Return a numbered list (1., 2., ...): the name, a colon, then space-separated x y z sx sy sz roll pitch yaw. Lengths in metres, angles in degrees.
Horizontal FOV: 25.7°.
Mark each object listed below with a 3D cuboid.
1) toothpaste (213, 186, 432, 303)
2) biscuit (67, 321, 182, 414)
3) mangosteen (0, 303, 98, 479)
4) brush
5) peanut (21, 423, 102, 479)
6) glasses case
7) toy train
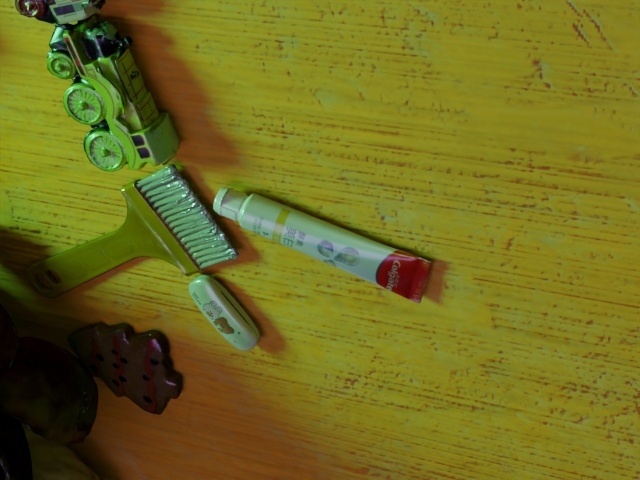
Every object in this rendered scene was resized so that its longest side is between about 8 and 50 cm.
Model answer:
1. toothpaste: 0.000 0.000 1.164 0.190 0.031 0.048 22 130 12
2. biscuit: -0.196 0.123 1.391 0.130 0.019 0.119 22 133 16
3. mangosteen: -0.438 0.198 1.337 0.381 0.421 0.381 27 145 21
4. brush: -0.191 0.009 1.301 0.272 0.013 0.103 -21 111 42
5. peanut: -0.336 0.295 1.553 0.197 0.110 0.233 38 136 -4
6. glasses case: -0.087 0.066 1.275 0.032 0.021 0.083 -26 108 44
7. toy train: -0.195 -0.170 1.134 0.085 0.053 0.249 -9 119 27
